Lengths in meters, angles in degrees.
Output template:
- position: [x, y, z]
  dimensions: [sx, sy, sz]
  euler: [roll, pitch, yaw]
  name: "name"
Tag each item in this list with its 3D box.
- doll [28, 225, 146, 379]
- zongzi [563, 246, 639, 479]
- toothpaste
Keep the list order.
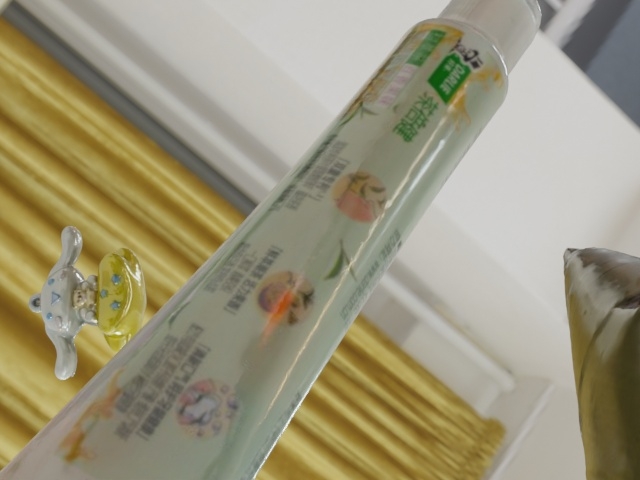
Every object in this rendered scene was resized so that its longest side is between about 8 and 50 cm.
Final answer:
- position: [-0.215, 0.048, 1.109]
  dimensions: [0.113, 0.135, 0.071]
  euler: [-27, 161, 11]
  name: "doll"
- position: [0.110, 0.133, 0.361]
  dimensions: [0.289, 0.123, 0.260]
  euler: [13, -101, 64]
  name: "zongzi"
- position: [0.000, 0.000, 0.453]
  dimensions: [0.058, 0.056, 0.314]
  euler: [-12, -147, 53]
  name: "toothpaste"
